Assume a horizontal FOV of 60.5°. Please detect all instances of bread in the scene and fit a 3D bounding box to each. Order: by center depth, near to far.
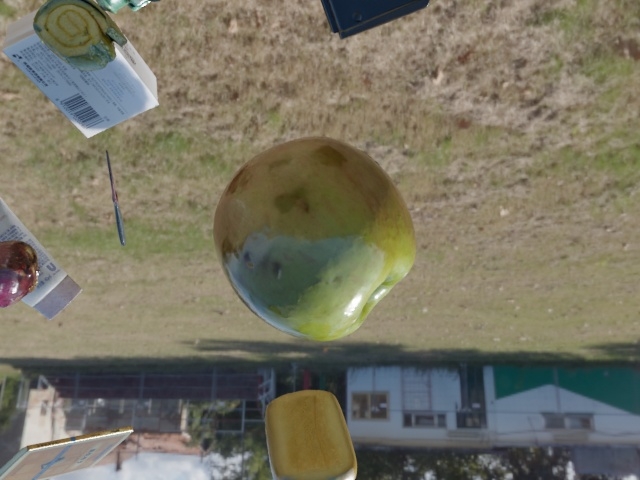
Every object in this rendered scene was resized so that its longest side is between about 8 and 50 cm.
[{"bbox_3d":[-0.019,0.360,0.957,0.147,0.217,0.098,-7,120,-4],"label":"bread"},{"bbox_3d":[-0.422,-0.364,0.967,0.156,0.117,0.064,44,168,12],"label":"bread"}]

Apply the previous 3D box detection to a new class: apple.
[{"bbox_3d":[0.000,0.000,0.917,0.339,0.305,0.338,-31,147,-23],"label":"apple"}]

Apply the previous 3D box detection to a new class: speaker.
[{"bbox_3d":[0.112,-0.465,0.954,0.193,0.153,0.231,-13,-158,27],"label":"speaker"}]

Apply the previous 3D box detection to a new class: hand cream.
[{"bbox_3d":[-0.568,0.039,1.016,0.248,0.133,0.083,50,157,-16],"label":"hand cream"}]

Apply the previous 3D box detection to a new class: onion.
[{"bbox_3d":[-0.483,0.049,0.840,0.097,0.107,0.107,21,156,-23],"label":"onion"}]

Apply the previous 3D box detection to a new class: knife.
[{"bbox_3d":[-0.489,-0.095,1.305,0.018,0.035,0.247,-7,120,-12],"label":"knife"}]

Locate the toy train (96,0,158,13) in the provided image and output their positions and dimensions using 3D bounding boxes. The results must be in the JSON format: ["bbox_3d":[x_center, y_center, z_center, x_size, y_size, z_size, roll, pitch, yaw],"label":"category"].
[{"bbox_3d":[-0.124,-0.328,0.534,0.269,0.154,0.115,-38,141,-6],"label":"toy train"}]

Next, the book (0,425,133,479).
[{"bbox_3d":[-0.532,0.448,1.131,0.170,0.018,0.242,-42,153,19],"label":"book"}]

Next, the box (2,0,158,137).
[{"bbox_3d":[-0.532,-0.398,1.250,0.203,0.116,0.274,-24,142,8],"label":"box"}]
